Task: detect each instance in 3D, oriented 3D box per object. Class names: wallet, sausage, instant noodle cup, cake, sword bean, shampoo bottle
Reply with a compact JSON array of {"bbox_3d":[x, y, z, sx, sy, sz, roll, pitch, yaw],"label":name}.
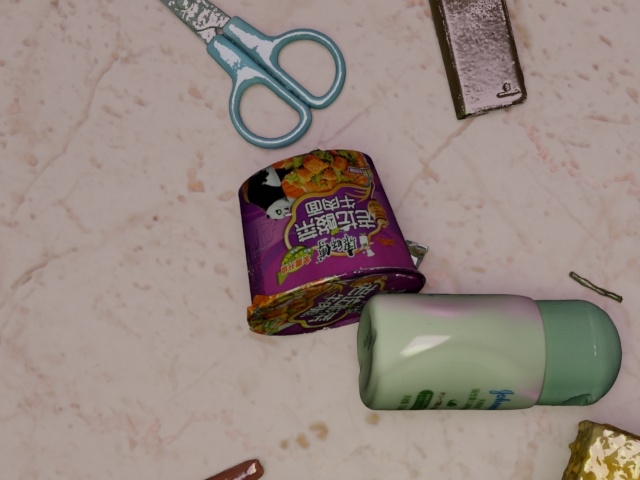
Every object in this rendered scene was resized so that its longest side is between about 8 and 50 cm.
[{"bbox_3d":[0.227,-0.280,1.947,0.110,0.031,0.198,-12,83,3],"label":"wallet"},{"bbox_3d":[-0.148,0.347,1.902,0.147,0.035,0.030,-24,101,4],"label":"sausage"},{"bbox_3d":[0.000,0.000,1.840,0.251,0.251,0.190,-16,72,3],"label":"instant noodle cup"},{"bbox_3d":[0.401,0.399,1.752,0.227,0.222,0.286,19,86,9],"label":"cake"},{"bbox_3d":[0.386,0.066,1.901,0.083,0.012,0.012,27,86,7],"label":"sword bean"},{"bbox_3d":[0.230,0.150,1.813,0.349,0.222,0.151,0,64,-8],"label":"shampoo bottle"}]

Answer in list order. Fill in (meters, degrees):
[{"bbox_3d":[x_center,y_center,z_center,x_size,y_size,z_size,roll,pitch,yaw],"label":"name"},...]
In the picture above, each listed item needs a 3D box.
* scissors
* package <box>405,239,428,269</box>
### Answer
[{"bbox_3d":[-0.169,-0.324,1.988,0.447,0.029,0.193,41,88,8],"label":"scissors"},{"bbox_3d":[0.118,0.054,1.924,0.037,0.015,0.110,22,87,2],"label":"package"}]
